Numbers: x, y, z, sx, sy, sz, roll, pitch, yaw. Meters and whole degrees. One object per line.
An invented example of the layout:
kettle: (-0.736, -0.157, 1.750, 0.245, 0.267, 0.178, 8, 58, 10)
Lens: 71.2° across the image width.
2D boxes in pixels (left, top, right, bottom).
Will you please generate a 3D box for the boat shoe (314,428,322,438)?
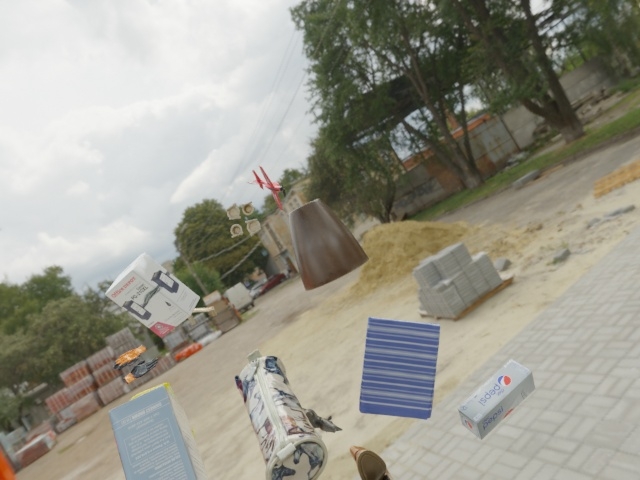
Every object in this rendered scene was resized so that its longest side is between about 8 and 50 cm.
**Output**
boat shoe: (-0.145, 0.748, 1.805, 0.099, 0.319, 0.116, -56, 0, -36)

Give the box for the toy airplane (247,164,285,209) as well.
toy airplane: (-0.144, -0.150, 1.213, 0.028, 0.151, 0.151, -46, 6, -25)

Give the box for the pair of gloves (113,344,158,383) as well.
pair of gloves: (-0.381, 0.252, 0.921, 0.083, 0.010, 0.074, 26, 43, 36)

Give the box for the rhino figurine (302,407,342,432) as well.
rhino figurine: (-0.045, 0.576, 1.433, 0.106, 0.243, 0.073, 118, 165, -73)

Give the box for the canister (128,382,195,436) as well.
canister: (-0.435, 0.490, 1.222, 0.126, 0.170, 0.073, -9, -29, -52)

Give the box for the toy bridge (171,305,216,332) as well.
toy bridge: (-0.495, 0.292, 1.701, 0.188, 0.063, 0.026, -20, 41, -10)

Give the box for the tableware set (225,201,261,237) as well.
tableware set: (-0.350, -0.095, 2.018, 0.140, 0.169, 0.020, -17, -4, 10)

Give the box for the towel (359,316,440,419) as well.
towel: (0.259, 0.423, 1.472, 0.242, 0.337, 0.040, 5, 8, 1)

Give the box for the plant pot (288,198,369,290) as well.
plant pot: (0.000, 0.000, 1.345, 0.215, 0.231, 0.215, -26, 2, 1)

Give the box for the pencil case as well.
pencil case: (-0.116, 0.473, 1.200, 0.159, 0.184, 0.410, -37, 26, -7)

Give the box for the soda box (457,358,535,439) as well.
soda box: (0.617, 0.552, 1.562, 0.286, 0.098, 0.091, -33, 30, -18)

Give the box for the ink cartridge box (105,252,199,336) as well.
ink cartridge box: (-0.549, 0.182, 1.467, 0.171, 0.237, 0.100, -36, 21, 27)

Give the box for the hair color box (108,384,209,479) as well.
hair color box: (-0.262, 0.483, 0.824, 0.113, 0.375, 0.185, -23, -30, -17)

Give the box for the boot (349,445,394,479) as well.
boot: (0.178, 0.843, 1.713, 0.109, 0.283, 0.220, -45, 26, -9)
